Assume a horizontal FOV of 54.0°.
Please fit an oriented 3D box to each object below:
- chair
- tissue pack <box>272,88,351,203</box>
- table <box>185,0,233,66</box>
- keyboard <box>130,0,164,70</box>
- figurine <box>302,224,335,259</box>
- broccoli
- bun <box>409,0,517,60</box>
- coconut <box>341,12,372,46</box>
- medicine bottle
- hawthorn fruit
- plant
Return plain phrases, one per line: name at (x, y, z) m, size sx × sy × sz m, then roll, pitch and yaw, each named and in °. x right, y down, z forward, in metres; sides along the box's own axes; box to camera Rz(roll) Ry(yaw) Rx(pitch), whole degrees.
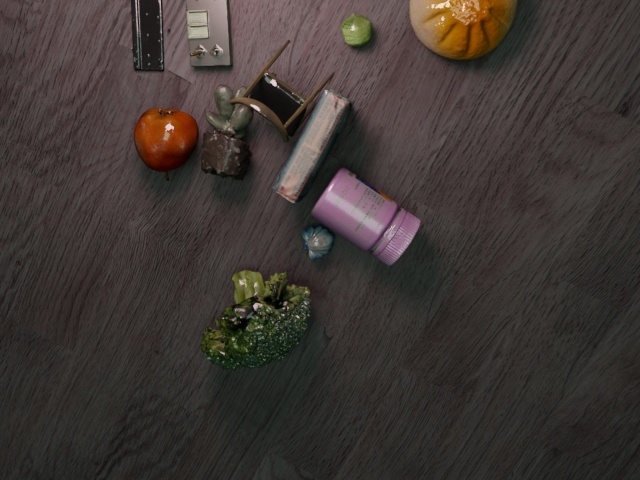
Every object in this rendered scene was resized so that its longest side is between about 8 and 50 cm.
chair at (-0.117, -0.389, 1.752) m, size 0.188 × 0.272 × 0.166 m, roll 36°, pitch 147°, yaw -3°
tissue pack at (-0.018, -0.275, 1.803) m, size 0.103 × 0.228 × 0.315 m, roll 29°, pitch 104°, yaw -3°
table at (-0.329, -0.626, 1.808) m, size 0.122 × 0.111 × 0.240 m, roll -1°, pitch 103°, yaw 6°
keyboard at (-0.517, -0.663, 1.862) m, size 0.101 × 0.018 × 0.309 m, roll 2°, pitch 103°, yaw 3°
figurine at (0.000, 0.000, 1.954) m, size 0.114 × 0.079 × 0.114 m, roll 4°, pitch 80°, yaw -24°
broccoli at (-0.191, 0.251, 1.923) m, size 0.277 × 0.338 × 0.317 m, roll 9°, pitch 82°, yaw -26°
bun at (0.393, -0.648, 1.714) m, size 0.299 × 0.165 × 0.299 m, roll 1°, pitch 103°, yaw 3°
coconut at (0.102, -0.602, 1.791) m, size 0.088 × 0.088 × 0.096 m, roll -8°, pitch 132°, yaw 7°
medicine bottle at (0.132, -0.071, 1.865) m, size 0.291 × 0.178 × 0.178 m, roll 33°, pitch 104°, yaw -3°
hawthorn fruit at (-0.457, -0.281, 1.870) m, size 0.196 × 0.196 × 0.225 m, roll 11°, pitch 119°, yaw 2°
plant at (-0.271, -0.320, 1.859) m, size 0.149 × 0.146 × 0.274 m, roll 9°, pitch 95°, yaw 12°
